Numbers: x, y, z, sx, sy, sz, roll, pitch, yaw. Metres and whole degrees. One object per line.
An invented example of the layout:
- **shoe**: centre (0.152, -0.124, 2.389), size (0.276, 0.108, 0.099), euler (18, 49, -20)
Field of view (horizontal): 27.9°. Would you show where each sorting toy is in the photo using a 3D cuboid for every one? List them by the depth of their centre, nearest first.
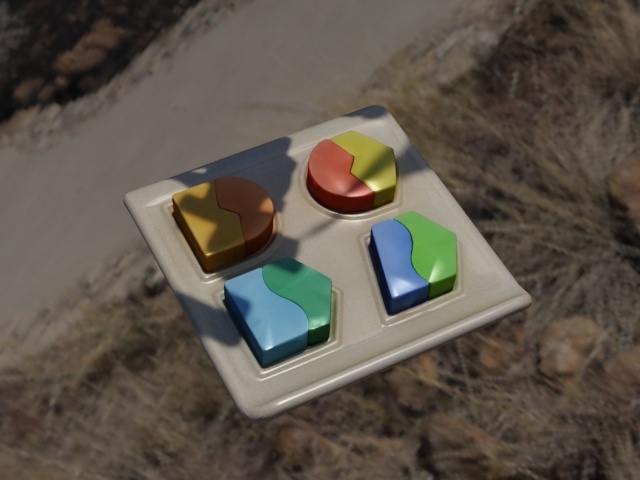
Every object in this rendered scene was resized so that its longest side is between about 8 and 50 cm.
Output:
- **sorting toy**: centre (0.000, 0.000, 0.802), size (0.193, 0.038, 0.208), euler (-21, 51, -18)
